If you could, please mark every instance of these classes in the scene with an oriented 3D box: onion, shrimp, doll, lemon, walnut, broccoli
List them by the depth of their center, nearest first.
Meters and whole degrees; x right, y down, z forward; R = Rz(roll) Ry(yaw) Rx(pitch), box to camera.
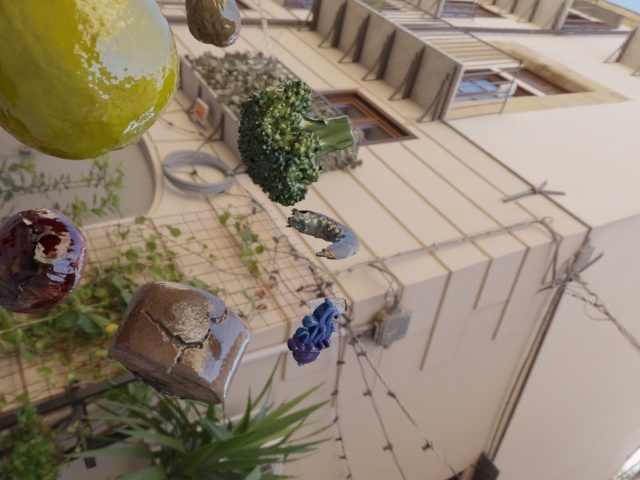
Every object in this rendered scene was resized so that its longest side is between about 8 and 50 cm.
[{"bbox_3d":[-0.407,-0.303,0.860,0.348,0.348,0.348,31,-53,52],"label":"lemon"},{"bbox_3d":[-0.011,0.199,1.121,0.067,0.110,0.206,56,-47,42],"label":"doll"},{"bbox_3d":[-0.073,-0.222,1.136,0.260,0.235,0.288,-23,-110,29],"label":"broccoli"},{"bbox_3d":[-0.654,0.044,1.182,0.246,0.190,0.246,-11,-114,25],"label":"onion"},{"bbox_3d":[-0.277,-0.577,1.339,0.166,0.149,0.166,39,-26,23],"label":"walnut"},{"bbox_3d":[0.024,-0.005,1.475,0.287,0.185,0.068,-123,-137,-56],"label":"shrimp"}]

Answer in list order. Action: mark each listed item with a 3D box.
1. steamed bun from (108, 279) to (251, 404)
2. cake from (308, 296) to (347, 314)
[{"bbox_3d":[-0.314,0.227,1.210,0.199,0.301,0.251,-36,-152,60],"label":"steamed bun"},{"bbox_3d":[0.007,0.181,1.431,0.065,0.121,0.052,0,-93,52],"label":"cake"}]
